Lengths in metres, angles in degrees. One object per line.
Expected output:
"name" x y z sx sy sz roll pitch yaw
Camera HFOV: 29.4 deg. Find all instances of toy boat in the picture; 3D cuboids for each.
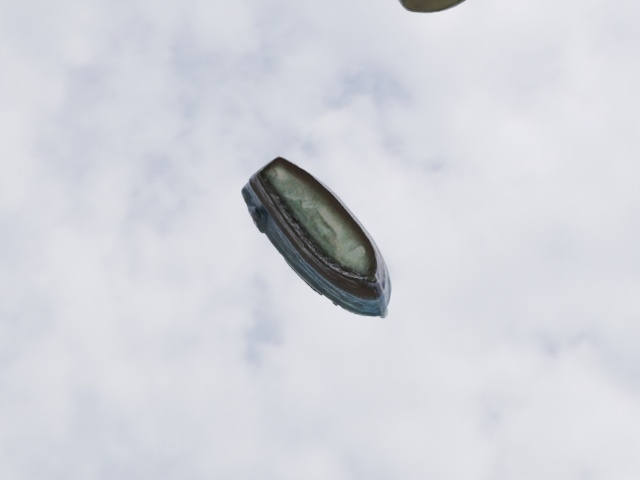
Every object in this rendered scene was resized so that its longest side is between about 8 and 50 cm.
"toy boat" 0.000 0.000 0.848 0.060 0.061 0.137 -41 -107 -18

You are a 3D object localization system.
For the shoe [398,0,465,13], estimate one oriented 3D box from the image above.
"shoe" 0.025 -0.255 0.667 0.109 0.149 0.293 -25 -61 20
